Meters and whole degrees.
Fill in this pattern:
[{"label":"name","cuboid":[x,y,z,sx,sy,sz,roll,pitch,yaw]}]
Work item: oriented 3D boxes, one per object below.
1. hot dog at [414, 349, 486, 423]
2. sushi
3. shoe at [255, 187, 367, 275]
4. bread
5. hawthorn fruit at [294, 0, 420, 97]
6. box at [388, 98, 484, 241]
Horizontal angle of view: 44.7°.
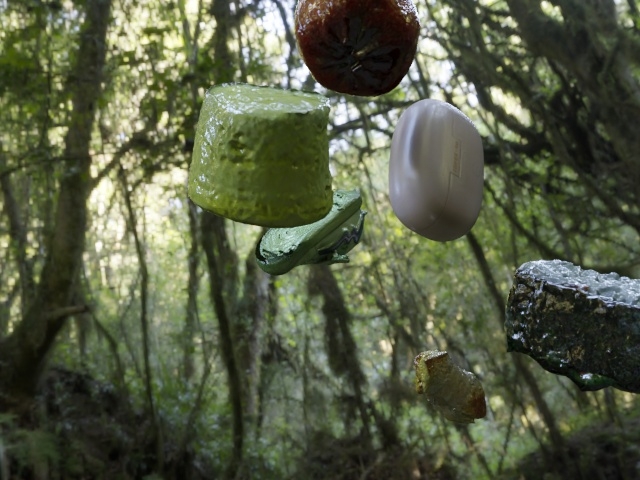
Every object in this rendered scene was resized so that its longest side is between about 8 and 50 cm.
[{"label":"hot dog","cuboid":[0.180,0.209,1.135,0.061,0.078,0.169,0,-39,49]},{"label":"sushi","cuboid":[0.328,0.104,0.920,0.225,0.127,0.124,16,17,41]},{"label":"shoe","cuboid":[-0.003,-0.006,1.557,0.262,0.128,0.140,-43,19,-27]},{"label":"bread","cuboid":[-0.050,-0.069,0.665,0.129,0.111,0.114,7,-70,5]},{"label":"hawthorn fruit","cuboid":[0.047,-0.276,0.958,0.157,0.194,0.157,4,-35,3]},{"label":"box","cuboid":[0.160,-0.097,1.069,0.146,0.200,0.088,23,-29,-32]}]
